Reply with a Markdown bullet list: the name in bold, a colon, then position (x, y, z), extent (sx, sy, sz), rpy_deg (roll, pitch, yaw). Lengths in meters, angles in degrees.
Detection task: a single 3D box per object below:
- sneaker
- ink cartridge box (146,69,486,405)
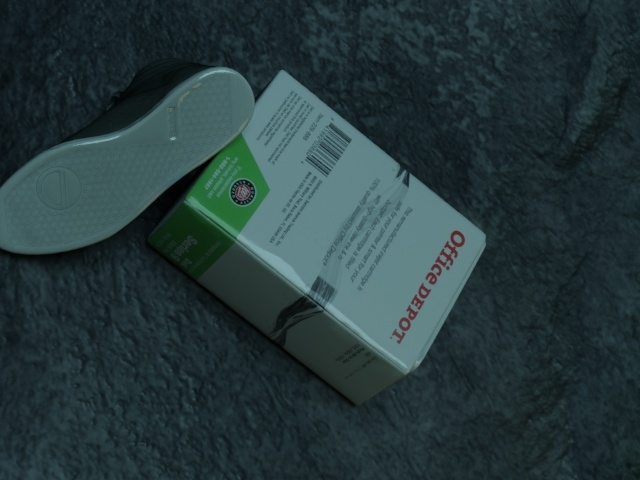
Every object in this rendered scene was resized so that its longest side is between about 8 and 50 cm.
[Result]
- **sneaker**: position (-0.210, -0.086, 1.640), extent (0.295, 0.147, 0.105), rpy_deg (-33, 109, -7)
- **ink cartridge box**: position (0.000, 0.000, 1.689), extent (0.289, 0.121, 0.211), rpy_deg (39, 54, -7)
